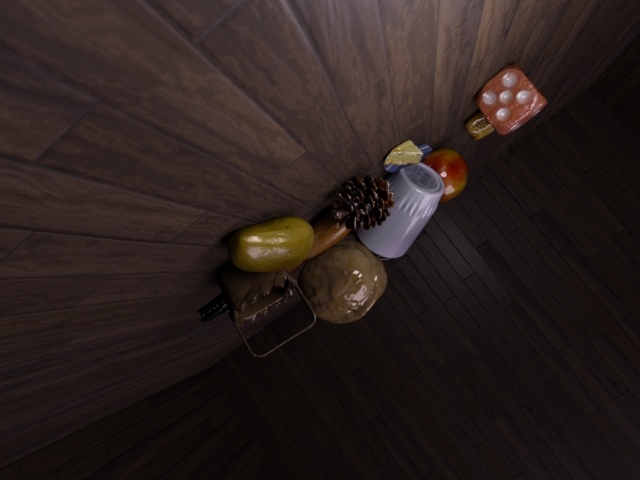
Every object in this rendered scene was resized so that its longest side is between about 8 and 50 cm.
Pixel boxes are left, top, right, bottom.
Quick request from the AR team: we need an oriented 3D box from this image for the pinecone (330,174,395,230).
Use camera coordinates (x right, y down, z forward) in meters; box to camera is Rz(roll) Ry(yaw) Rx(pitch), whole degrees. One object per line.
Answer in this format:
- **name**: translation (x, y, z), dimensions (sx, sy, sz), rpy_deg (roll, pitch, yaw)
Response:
- **pinecone**: translation (0.128, -0.119, 1.429), dimensions (0.212, 0.169, 0.186), rpy_deg (-20, 124, -10)

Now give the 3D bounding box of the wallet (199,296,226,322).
- **wallet**: translation (-0.404, 0.270, 1.817), dimensions (0.168, 0.052, 0.245), rpy_deg (-36, 174, 4)

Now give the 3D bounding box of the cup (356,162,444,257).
- **cup**: translation (0.322, -0.127, 1.760), dimensions (0.253, 0.253, 0.372), rpy_deg (-26, 155, -42)

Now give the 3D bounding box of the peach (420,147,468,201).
- **peach**: translation (0.517, -0.278, 1.836), dimensions (0.230, 0.231, 0.231), rpy_deg (-34, 170, -7)

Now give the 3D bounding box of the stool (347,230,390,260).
- **stool**: translation (0.257, -0.033, 2.058), dimensions (0.272, 0.272, 0.178), rpy_deg (-31, -175, -21)

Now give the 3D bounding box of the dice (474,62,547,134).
- **dice**: translation (0.649, -0.477, 1.476), dimensions (0.179, 0.175, 0.174), rpy_deg (-43, 168, 32)

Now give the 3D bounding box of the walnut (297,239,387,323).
- **walnut**: translation (0.091, 0.171, 1.829), dimensions (0.381, 0.381, 0.381), rpy_deg (-34, 170, -7)

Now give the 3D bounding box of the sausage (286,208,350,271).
- **sausage**: translation (-0.040, 0.012, 1.641), dimensions (0.353, 0.116, 0.134), rpy_deg (-36, -176, 20)

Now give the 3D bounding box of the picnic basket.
- **picnic basket**: translation (-0.192, 0.205, 1.469), dimensions (0.254, 0.321, 0.291), rpy_deg (-28, 166, -17)

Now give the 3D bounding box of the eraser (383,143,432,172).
- **eraser**: translation (0.326, -0.305, 1.595), dimensions (0.225, 0.036, 0.082), rpy_deg (-26, 166, -41)

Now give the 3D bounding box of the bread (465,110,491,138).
- **bread**: translation (0.662, -0.475, 1.779), dimensions (0.113, 0.083, 0.211), rpy_deg (-34, 171, 21)

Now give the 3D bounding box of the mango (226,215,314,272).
- **mango**: translation (-0.147, 0.017, 1.278), dimensions (0.331, 0.142, 0.195), rpy_deg (-13, 152, -47)

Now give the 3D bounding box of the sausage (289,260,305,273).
- **sausage**: translation (-0.085, 0.061, 1.808), dimensions (0.264, 0.083, 0.083), rpy_deg (-40, 169, 19)

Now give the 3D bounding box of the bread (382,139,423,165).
- **bread**: translation (0.277, -0.277, 1.447), dimensions (0.109, 0.080, 0.084), rpy_deg (-35, 168, -15)
